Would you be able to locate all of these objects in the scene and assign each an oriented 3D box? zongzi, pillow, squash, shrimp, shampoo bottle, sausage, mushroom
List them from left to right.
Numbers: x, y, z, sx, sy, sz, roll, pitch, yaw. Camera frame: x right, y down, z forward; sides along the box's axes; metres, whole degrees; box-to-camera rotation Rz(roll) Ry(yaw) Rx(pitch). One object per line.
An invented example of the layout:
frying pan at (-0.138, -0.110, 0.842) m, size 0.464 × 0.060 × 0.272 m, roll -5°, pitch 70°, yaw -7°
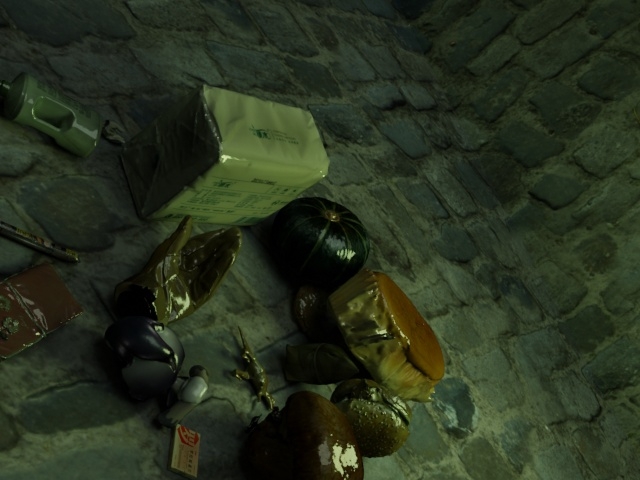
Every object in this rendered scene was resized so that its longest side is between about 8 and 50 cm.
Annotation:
pillow at (-0.515, 0.120, 1.543) m, size 0.126 × 0.043 × 0.232 m, roll 53°, pitch 30°, yaw -1°
sausage at (-0.529, 0.003, 1.655) m, size 0.198 × 0.025 × 0.028 m, roll 29°, pitch 41°, yaw -37°
shampoo bottle at (-0.563, -0.265, 1.809) m, size 0.234 × 0.087 × 0.118 m, roll 29°, pitch 38°, yaw -35°
mushroom at (-0.026, 0.425, 1.735) m, size 0.195 × 0.263 × 0.283 m, roll -17°, pitch 39°, yaw -32°
squash at (0.000, 0.000, 2.214) m, size 0.252 × 0.165 × 0.252 m, roll 21°, pitch 31°, yaw -13°
shrimp at (0.021, 0.176, 2.217) m, size 0.253 × 0.058 × 0.173 m, roll -6°, pitch 72°, yaw -55°
zongzi at (0.054, 0.280, 2.021) m, size 0.205 × 0.204 × 0.094 m, roll 10°, pitch 80°, yaw -53°

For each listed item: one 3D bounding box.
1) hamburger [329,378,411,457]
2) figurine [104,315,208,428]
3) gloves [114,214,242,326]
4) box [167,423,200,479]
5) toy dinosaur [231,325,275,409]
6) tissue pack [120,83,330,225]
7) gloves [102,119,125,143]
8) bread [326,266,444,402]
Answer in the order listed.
hamburger at (0.106, 0.407, 1.983) m, size 0.215 × 0.189 × 0.122 m, roll 42°, pitch 43°, yaw -23°
figurine at (-0.303, 0.230, 1.641) m, size 0.222 × 0.145 × 0.145 m, roll 46°, pitch 32°, yaw -17°
gloves at (-0.284, 0.067, 1.821) m, size 0.154 × 0.141 × 0.331 m, roll 32°, pitch 39°, yaw 12°
box at (-0.253, 0.392, 1.663) m, size 0.058 × 0.015 × 0.093 m, roll 32°, pitch 38°, yaw -30°
toy dinosaur at (-0.138, 0.274, 1.922) m, size 0.126 × 0.039 × 0.162 m, roll 46°, pitch 25°, yaw -33°
tissue pack at (-0.207, -0.177, 2.010) m, size 0.380 × 0.297 × 0.207 m, roll 5°, pitch 59°, yaw -54°
gloves at (-0.459, -0.243, 1.974) m, size 0.044 × 0.037 × 0.081 m, roll -53°, pitch 127°, yaw -21°
bread at (0.165, 0.227, 2.160) m, size 0.389 × 0.183 × 0.236 m, roll 53°, pitch 5°, yaw -44°
